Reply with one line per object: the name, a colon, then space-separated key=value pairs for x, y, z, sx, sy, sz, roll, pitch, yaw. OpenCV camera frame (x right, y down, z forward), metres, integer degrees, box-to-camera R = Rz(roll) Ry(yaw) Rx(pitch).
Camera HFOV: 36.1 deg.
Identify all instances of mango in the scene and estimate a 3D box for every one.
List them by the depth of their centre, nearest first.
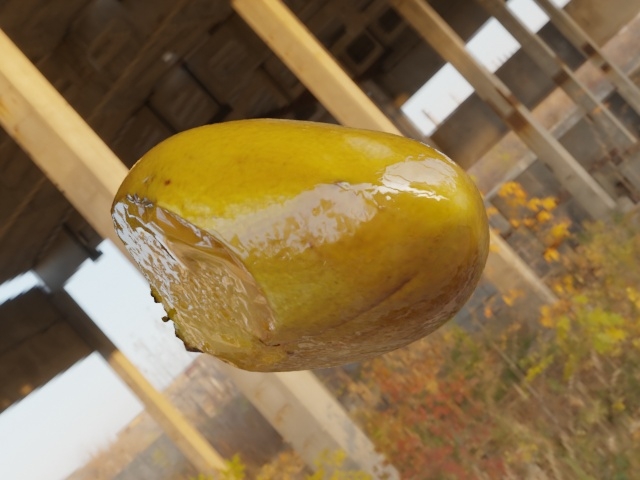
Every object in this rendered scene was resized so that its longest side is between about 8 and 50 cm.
mango: x=0.000 y=0.000 z=0.581 sx=0.257 sy=0.187 sz=0.138 roll=0 pitch=52 yaw=45
